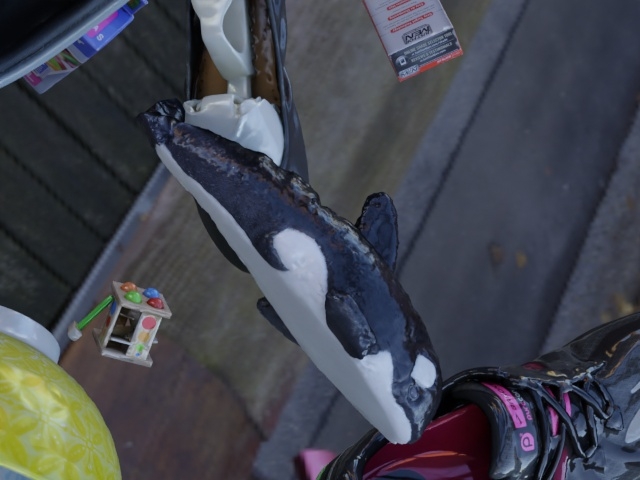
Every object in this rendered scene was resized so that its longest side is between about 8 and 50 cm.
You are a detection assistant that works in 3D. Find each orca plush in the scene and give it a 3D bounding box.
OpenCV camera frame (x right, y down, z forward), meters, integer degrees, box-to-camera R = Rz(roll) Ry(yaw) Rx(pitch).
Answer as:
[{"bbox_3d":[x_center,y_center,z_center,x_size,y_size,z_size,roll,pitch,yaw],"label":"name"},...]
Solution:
[{"bbox_3d":[0.000,0.000,0.968,0.102,0.151,0.287,-41,81,-18],"label":"orca plush"}]

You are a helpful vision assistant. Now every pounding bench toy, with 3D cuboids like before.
[{"bbox_3d":[-0.193,0.072,1.343,0.083,0.052,0.065,16,105,-23],"label":"pounding bench toy"}]

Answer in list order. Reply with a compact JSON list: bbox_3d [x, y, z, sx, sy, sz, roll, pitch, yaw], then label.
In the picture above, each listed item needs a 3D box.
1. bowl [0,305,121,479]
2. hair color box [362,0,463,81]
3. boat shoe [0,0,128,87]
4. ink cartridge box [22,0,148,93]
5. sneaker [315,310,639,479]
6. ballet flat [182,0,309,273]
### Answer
[{"bbox_3d":[-0.284,0.140,1.121,0.289,0.289,0.156,34,53,-32],"label":"bowl"},{"bbox_3d":[0.085,-0.232,1.426,0.043,0.072,0.141,61,8,-49],"label":"hair color box"},{"bbox_3d":[-0.053,-0.114,0.436,0.079,0.227,0.081,20,49,-48],"label":"boat shoe"},{"bbox_3d":[-0.294,-0.256,1.423,0.186,0.311,0.065,48,68,-13],"label":"ink cartridge box"},{"bbox_3d":[0.221,0.208,1.475,0.482,0.202,0.185,-26,74,-9],"label":"sneaker"},{"bbox_3d":[-0.069,-0.116,1.032,0.096,0.095,0.281,21,62,-72],"label":"ballet flat"}]
